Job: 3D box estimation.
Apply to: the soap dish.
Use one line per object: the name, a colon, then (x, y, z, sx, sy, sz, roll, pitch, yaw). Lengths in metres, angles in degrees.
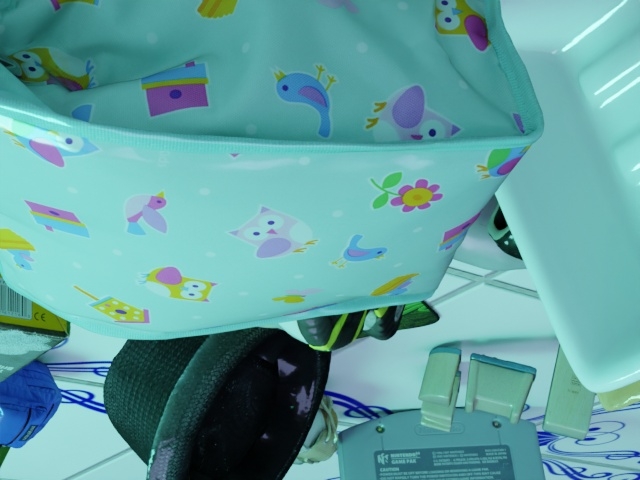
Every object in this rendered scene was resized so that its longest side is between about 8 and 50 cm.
soap dish: (0.213, -0.068, 0.709, 0.118, 0.291, 0.229, -9, 162, -37)

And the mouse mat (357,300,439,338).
mouse mat: (0.027, 0.087, 1.314, 0.189, 0.007, 0.152, -15, 153, 20)

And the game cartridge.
game cartridge: (0.173, 0.338, 1.648, 0.294, 0.196, 0.060, -1, 155, -7)

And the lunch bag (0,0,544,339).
lunch bag: (-0.053, -0.051, 0.592, 0.262, 0.160, 0.223, -5, 157, -11)

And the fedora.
fedora: (-0.124, 0.167, 1.237, 0.152, 0.334, 0.334, 27, 166, 23)

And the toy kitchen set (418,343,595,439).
toy kitchen set: (0.239, 0.183, 1.468, 0.207, 0.122, 0.166, 13, 158, 11)

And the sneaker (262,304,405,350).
sneaker: (0.000, 0.000, 0.946, 0.147, 0.145, 0.384, 17, 180, 16)

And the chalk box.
chalk box: (-0.327, 0.049, 1.031, 0.132, 0.132, 0.213, 15, 150, -37)

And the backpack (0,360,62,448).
backpack: (-0.364, 0.192, 1.346, 0.098, 0.101, 0.120, -47, 147, 16)

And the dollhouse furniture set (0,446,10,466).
dollhouse furniture set: (-0.442, 0.219, 1.389, 0.076, 0.059, 0.152, -19, 123, 31)

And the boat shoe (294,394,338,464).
boat shoe: (-0.029, 0.236, 1.515, 0.103, 0.113, 0.302, -5, 166, -1)

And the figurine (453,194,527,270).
figurine: (0.221, 0.005, 0.939, 0.209, 0.092, 0.215, 23, 173, -11)
